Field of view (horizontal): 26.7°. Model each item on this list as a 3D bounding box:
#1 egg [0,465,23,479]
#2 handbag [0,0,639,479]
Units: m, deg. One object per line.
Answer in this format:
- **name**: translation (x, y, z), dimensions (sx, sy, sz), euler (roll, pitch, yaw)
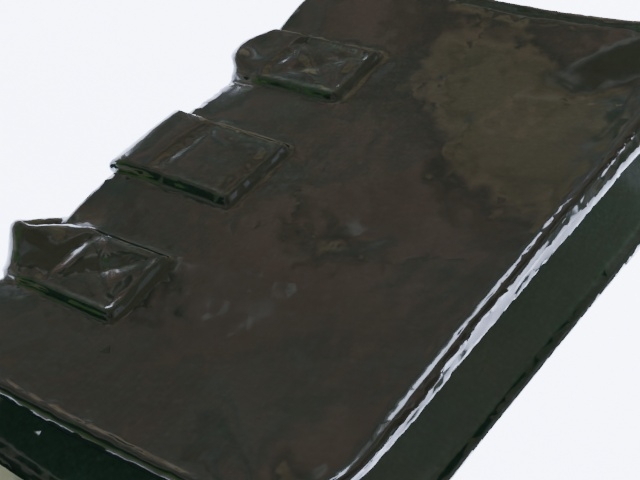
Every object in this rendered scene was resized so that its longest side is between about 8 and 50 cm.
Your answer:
- **egg**: translation (-0.165, 0.224, 0.696), dimensions (0.345, 0.283, 0.283), euler (-7, -94, -13)
- **handbag**: translation (0.001, 0.001, 0.625), dimensions (0.238, 0.089, 0.326), euler (21, -128, 33)
